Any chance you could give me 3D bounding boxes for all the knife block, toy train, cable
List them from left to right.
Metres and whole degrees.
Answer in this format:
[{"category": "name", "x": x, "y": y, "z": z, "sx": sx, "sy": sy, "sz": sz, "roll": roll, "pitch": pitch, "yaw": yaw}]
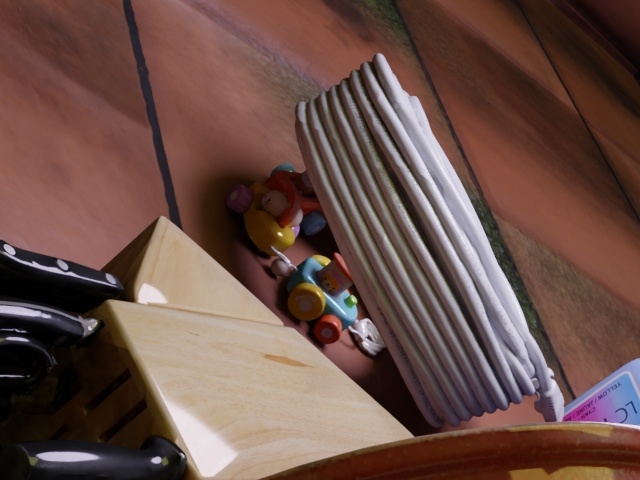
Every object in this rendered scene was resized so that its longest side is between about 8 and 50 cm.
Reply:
[{"category": "knife block", "x": -0.070, "y": 0.106, "z": 0.611, "sx": 0.276, "sy": 0.088, "sz": 0.242, "roll": 43, "pitch": 22, "yaw": -17}, {"category": "toy train", "x": 0.000, "y": 0.000, "z": 0.970, "sx": 0.125, "sy": 0.046, "sz": 0.166, "roll": 13, "pitch": 42, "yaw": -55}, {"category": "cable", "x": 0.067, "y": 0.002, "z": 0.943, "sx": 0.257, "sy": 0.089, "sz": 0.257, "roll": 54, "pitch": 12, "yaw": -54}]

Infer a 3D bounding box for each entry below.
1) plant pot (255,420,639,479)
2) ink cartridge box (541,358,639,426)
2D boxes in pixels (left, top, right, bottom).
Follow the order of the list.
[{"category": "plant pot", "x": 0.058, "y": 0.241, "z": 0.451, "sx": 0.272, "sy": 0.272, "sz": 0.265, "roll": 27, "pitch": 39, "yaw": -43}, {"category": "ink cartridge box", "x": 0.278, "y": 0.297, "z": 0.866, "sx": 0.270, "sy": 0.151, "sz": 0.395, "roll": 40, "pitch": 23, "yaw": -23}]
